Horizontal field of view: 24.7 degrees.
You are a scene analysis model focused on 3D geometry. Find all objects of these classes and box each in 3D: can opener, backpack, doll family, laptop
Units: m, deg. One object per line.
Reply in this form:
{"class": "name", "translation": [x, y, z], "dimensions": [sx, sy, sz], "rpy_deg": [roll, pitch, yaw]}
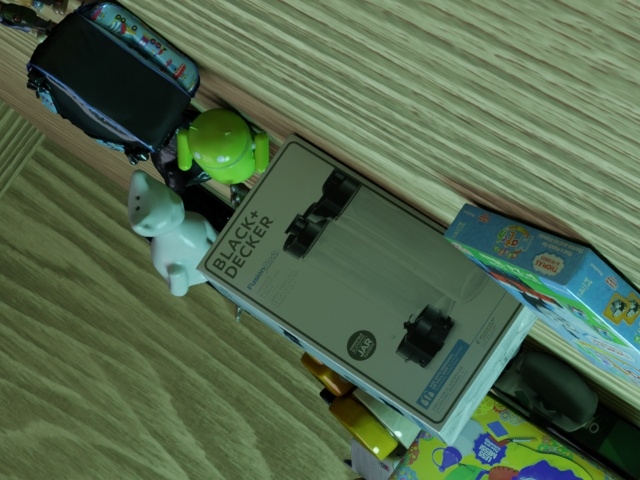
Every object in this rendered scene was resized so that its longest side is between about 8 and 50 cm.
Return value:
{"class": "can opener", "translation": [0.210, 0.128, 1.730], "dimensions": [0.280, 0.074, 0.093], "rpy_deg": [31, 139, 21]}
{"class": "backpack", "translation": [-0.213, -0.159, 1.460], "dimensions": [0.158, 0.117, 0.173], "rpy_deg": [36, 174, -15]}
{"class": "doll family", "translation": [-0.335, -0.259, 1.544], "dimensions": [0.111, 0.076, 0.193], "rpy_deg": [16, 179, -27]}
{"class": "laptop", "translation": [-0.204, -0.004, 2.636], "dimensions": [0.234, 0.264, 0.136], "rpy_deg": [36, 138, -16]}

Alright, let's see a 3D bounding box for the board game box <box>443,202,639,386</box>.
{"class": "board game box", "translation": [0.214, 0.057, 1.147], "dimensions": [0.211, 0.039, 0.160], "rpy_deg": [37, 174, -31]}

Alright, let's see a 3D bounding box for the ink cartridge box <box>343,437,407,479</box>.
{"class": "ink cartridge box", "translation": [0.222, 0.316, 2.221], "dimensions": [0.324, 0.071, 0.330], "rpy_deg": [-6, -176, -13]}

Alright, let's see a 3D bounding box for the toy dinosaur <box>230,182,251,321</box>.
{"class": "toy dinosaur", "translation": [0.000, 0.000, 1.619], "dimensions": [0.200, 0.127, 0.295], "rpy_deg": [1, -161, -9]}

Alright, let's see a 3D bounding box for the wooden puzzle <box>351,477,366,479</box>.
{"class": "wooden puzzle", "translation": [0.247, 0.390, 2.154], "dimensions": [0.348, 0.080, 0.322], "rpy_deg": [-6, -178, -24]}

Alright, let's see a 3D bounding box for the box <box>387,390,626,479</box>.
{"class": "box", "translation": [0.239, 0.310, 1.742], "dimensions": [0.290, 0.177, 0.279], "rpy_deg": [34, 180, 8]}

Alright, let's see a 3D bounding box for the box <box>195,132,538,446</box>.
{"class": "box", "translation": [0.046, 0.046, 1.395], "dimensions": [0.290, 0.169, 0.087], "rpy_deg": [34, 175, 19]}

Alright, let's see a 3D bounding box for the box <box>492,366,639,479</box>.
{"class": "box", "translation": [0.365, 0.258, 1.896], "dimensions": [0.322, 0.058, 0.232], "rpy_deg": [31, 173, 26]}

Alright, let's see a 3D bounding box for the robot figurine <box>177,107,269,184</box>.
{"class": "robot figurine", "translation": [-0.102, -0.100, 1.553], "dimensions": [0.101, 0.067, 0.115], "rpy_deg": [5, 166, 13]}

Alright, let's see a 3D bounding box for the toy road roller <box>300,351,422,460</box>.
{"class": "toy road roller", "translation": [0.064, 0.158, 2.144], "dimensions": [0.240, 0.202, 0.329], "rpy_deg": [47, 174, -11]}

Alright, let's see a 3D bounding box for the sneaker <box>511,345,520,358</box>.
{"class": "sneaker", "translation": [0.088, 0.073, 1.500], "dimensions": [0.234, 0.078, 0.106], "rpy_deg": [6, -159, 3]}

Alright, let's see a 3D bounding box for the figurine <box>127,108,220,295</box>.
{"class": "figurine", "translation": [-0.172, -0.068, 1.667], "dimensions": [0.092, 0.215, 0.209], "rpy_deg": [-7, 157, 11]}
